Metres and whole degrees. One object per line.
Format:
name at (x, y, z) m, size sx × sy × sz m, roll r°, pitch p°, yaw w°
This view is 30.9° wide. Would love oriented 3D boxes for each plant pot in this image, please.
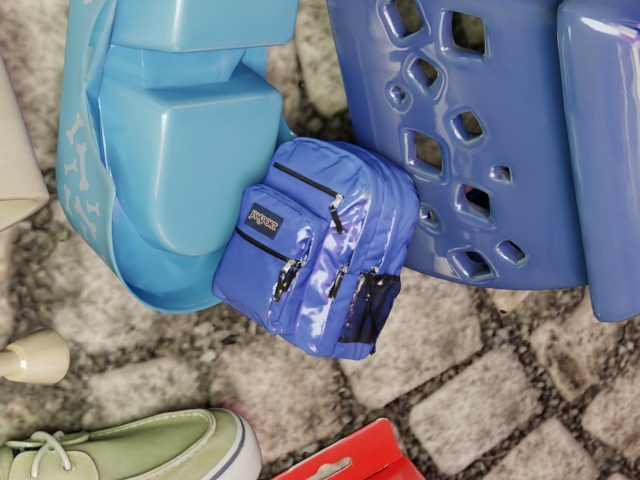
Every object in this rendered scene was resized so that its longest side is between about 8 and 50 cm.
plant pot at (0.168, -0.101, 0.703) m, size 0.236 × 0.212 × 0.236 m, roll -33°, pitch 126°, yaw -27°

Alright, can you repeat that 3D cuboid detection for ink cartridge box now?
ink cartridge box at (0.046, 0.271, 0.938) m, size 0.134 × 0.078 × 0.231 m, roll -28°, pitch 122°, yaw -10°

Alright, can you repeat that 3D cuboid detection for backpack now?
backpack at (0.000, 0.000, 0.688) m, size 0.101 × 0.098 × 0.120 m, roll 12°, pitch 104°, yaw -55°

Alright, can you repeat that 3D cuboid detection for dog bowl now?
dog bowl at (-0.073, -0.106, 0.677) m, size 0.166 × 0.074 × 0.297 m, roll -15°, pitch 123°, yaw -47°

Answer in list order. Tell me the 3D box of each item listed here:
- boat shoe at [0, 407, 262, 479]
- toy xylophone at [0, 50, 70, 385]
boat shoe at (-0.187, 0.178, 0.772) m, size 0.302 × 0.109 × 0.094 m, roll -23°, pitch 119°, yaw -10°
toy xylophone at (-0.231, -0.029, 0.519) m, size 0.081 × 0.236 × 0.323 m, roll -22°, pitch 167°, yaw 24°
